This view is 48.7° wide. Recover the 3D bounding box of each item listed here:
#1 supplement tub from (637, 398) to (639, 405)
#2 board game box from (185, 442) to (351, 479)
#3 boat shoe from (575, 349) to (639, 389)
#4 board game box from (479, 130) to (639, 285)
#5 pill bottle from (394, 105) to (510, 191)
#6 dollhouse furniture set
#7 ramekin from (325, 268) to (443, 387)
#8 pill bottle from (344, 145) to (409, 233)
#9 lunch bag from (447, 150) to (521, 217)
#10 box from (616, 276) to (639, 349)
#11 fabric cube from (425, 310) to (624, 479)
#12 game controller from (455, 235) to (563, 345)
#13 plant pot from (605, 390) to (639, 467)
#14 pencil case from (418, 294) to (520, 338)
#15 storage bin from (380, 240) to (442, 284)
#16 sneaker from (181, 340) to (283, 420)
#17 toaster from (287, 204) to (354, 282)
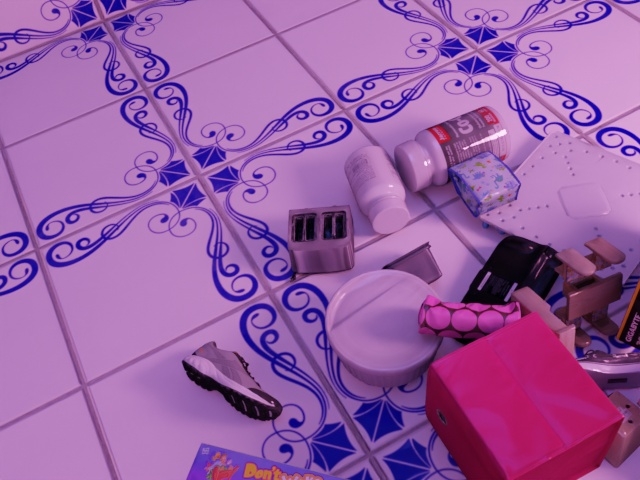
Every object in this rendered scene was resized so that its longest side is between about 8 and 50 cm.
[{"bbox_3d":[0.776,0.340,1.349,0.191,0.191,0.272,-39,61,-21],"label":"supplement tub"},{"bbox_3d":[-0.055,0.502,1.337,0.347,0.233,0.078,9,54,16],"label":"board game box"},{"bbox_3d":[0.607,0.270,1.525,0.229,0.080,0.076,-4,41,6],"label":"boat shoe"},{"bbox_3d":[0.674,-0.087,1.820,0.390,0.050,0.390,30,61,29],"label":"board game box"},{"bbox_3d":[0.356,-0.246,1.926,0.283,0.161,0.161,-22,51,-9],"label":"pill bottle"},{"bbox_3d":[0.555,0.150,1.507,0.242,0.212,0.161,-20,35,-13],"label":"dollhouse furniture set"},{"bbox_3d":[0.149,0.208,1.613,0.273,0.127,0.273,-4,51,5],"label":"ramekin"},{"bbox_3d":[0.154,-0.133,1.888,0.131,0.131,0.229,-15,51,-4],"label":"pill bottle"},{"bbox_3d":[0.418,-0.152,1.819,0.129,0.096,0.151,-24,62,-10],"label":"lunch bag"},{"bbox_3d":[0.765,0.049,1.531,0.079,0.257,0.322,28,52,27],"label":"box"},{"bbox_3d":[0.382,0.348,1.382,0.259,0.254,0.258,-24,53,-11],"label":"fabric cube"},{"bbox_3d":[0.436,0.124,1.666,0.166,0.067,0.319,20,63,39],"label":"game controller"},{"bbox_3d":[0.597,0.370,1.429,0.109,0.096,0.109,-35,53,-18],"label":"plant pot"},{"bbox_3d":[0.312,0.161,1.491,0.209,0.095,0.098,5,46,9],"label":"pencil case"},{"bbox_3d":[0.226,0.079,1.739,0.135,0.098,0.091,-27,80,-13],"label":"storage bin"},{"bbox_3d":[-0.190,0.311,1.605,0.271,0.100,0.108,27,55,27],"label":"sneaker"},{"bbox_3d":[0.000,0.000,1.818,0.168,0.110,0.185,-4,51,7],"label":"toaster"}]
